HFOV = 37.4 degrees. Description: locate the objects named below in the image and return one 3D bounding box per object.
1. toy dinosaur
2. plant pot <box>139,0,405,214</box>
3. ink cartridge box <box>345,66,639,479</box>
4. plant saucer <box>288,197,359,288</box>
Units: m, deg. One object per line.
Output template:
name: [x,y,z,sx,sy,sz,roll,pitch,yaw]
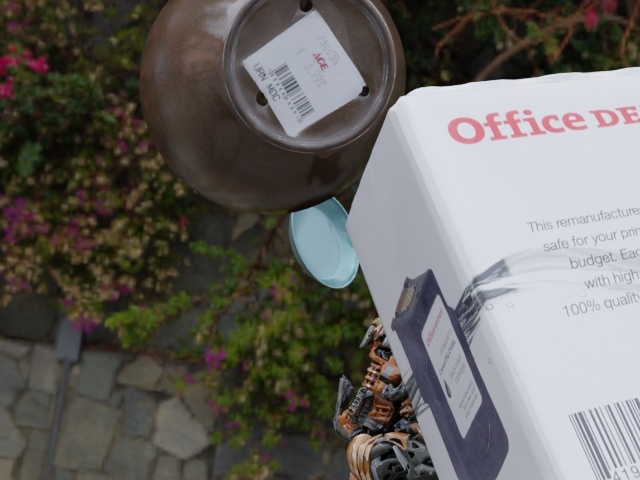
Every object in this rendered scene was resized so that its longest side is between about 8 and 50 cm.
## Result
toy dinosaur: [0.110,0.247,1.110,0.218,0.322,0.164,-1,4,30]
plant pot: [-0.025,-0.116,0.682,0.215,0.216,0.230,9,5,-10]
ink cartridge box: [0.131,0.049,0.402,0.171,0.237,0.100,-8,-30,-19]
plant saucer: [0.000,0.000,1.090,0.021,0.119,0.119,-20,-22,36]
